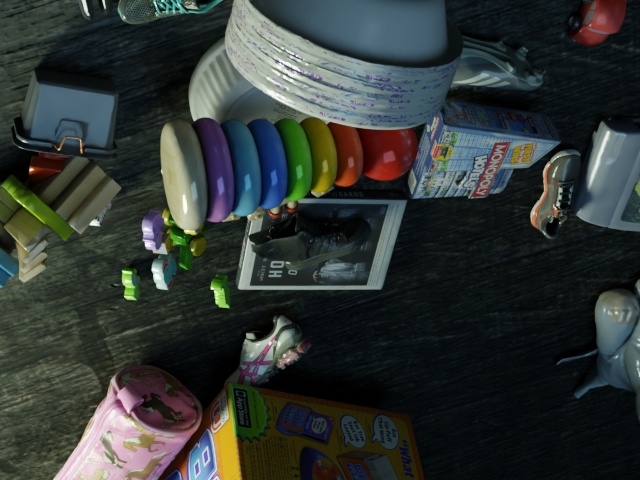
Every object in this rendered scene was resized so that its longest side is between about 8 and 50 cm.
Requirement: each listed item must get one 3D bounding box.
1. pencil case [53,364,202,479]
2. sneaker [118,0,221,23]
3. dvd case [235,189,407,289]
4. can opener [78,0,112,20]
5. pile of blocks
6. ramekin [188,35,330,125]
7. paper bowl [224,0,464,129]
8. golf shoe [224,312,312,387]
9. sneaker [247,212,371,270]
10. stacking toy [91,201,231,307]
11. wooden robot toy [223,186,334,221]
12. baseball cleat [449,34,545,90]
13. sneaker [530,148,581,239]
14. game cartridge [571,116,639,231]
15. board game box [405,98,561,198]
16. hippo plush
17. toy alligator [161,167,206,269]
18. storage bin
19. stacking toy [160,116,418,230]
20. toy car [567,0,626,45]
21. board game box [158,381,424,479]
[{"bbox_3d":[-0.346,0.374,1.893,0.160,0.167,0.386,36,115,-1],"label":"pencil case"},{"bbox_3d":[-0.172,-0.308,1.436,0.166,0.076,0.065,-23,131,2],"label":"sneaker"},{"bbox_3d":[0.000,0.000,1.777,0.239,0.029,0.179,0,127,-18],"label":"dvd case"},{"bbox_3d":[-0.280,-0.343,1.388,0.059,0.073,0.186,-11,140,-19],"label":"can opener"},{"bbox_3d":[-0.444,-0.015,1.544,0.362,0.149,0.112,-34,130,12],"label":"pile of blocks"},{"bbox_3d":[-0.068,-0.176,1.557,0.207,0.109,0.207,-8,130,-10],"label":"ramekin"},{"bbox_3d":[0.037,-0.266,1.399,0.284,0.284,0.148,6,124,-22],"label":"paper bowl"},{"bbox_3d":[-0.098,0.187,1.888,0.186,0.067,0.086,-39,89,29],"label":"golf shoe"},{"bbox_3d":[-0.015,-0.008,1.712,0.170,0.051,0.089,-23,135,6],"label":"sneaker"},{"bbox_3d":[-0.230,0.018,1.653,0.167,0.052,0.221,5,135,18],"label":"stacking toy"},{"bbox_3d":[-0.071,-0.081,1.662,0.173,0.079,0.076,-18,160,-14],"label":"wooden robot toy"},{"bbox_3d":[0.210,-0.239,1.632,0.206,0.072,0.109,17,135,-23],"label":"baseball cleat"},{"bbox_3d":[0.381,-0.069,1.816,0.061,0.065,0.158,-3,129,-16],"label":"sneaker"},{"bbox_3d":[0.553,-0.104,1.853,0.294,0.060,0.196,-1,132,-17],"label":"game cartridge"},{"bbox_3d":[0.242,-0.127,1.701,0.194,0.060,0.194,-4,143,-14],"label":"board game box"},{"bbox_3d":[0.579,0.220,2.003,0.294,0.236,0.234,-30,131,8],"label":"hippo plush"},{"bbox_3d":[-0.193,-0.041,1.671,0.051,0.056,0.189,-44,144,-39],"label":"toy alligator"},{"bbox_3d":[-0.325,-0.165,1.502,0.135,0.098,0.091,6,116,-22],"label":"storage bin"},{"bbox_3d":[-0.030,-0.104,1.475,0.330,0.141,0.141,-9,130,-16],"label":"stacking toy"},{"bbox_3d":[0.405,-0.389,1.567,0.239,0.053,0.225,-38,129,15],"label":"toy car"},{"bbox_3d":[-0.055,0.502,1.915,0.356,0.356,0.356,14,134,-27],"label":"board game box"}]
